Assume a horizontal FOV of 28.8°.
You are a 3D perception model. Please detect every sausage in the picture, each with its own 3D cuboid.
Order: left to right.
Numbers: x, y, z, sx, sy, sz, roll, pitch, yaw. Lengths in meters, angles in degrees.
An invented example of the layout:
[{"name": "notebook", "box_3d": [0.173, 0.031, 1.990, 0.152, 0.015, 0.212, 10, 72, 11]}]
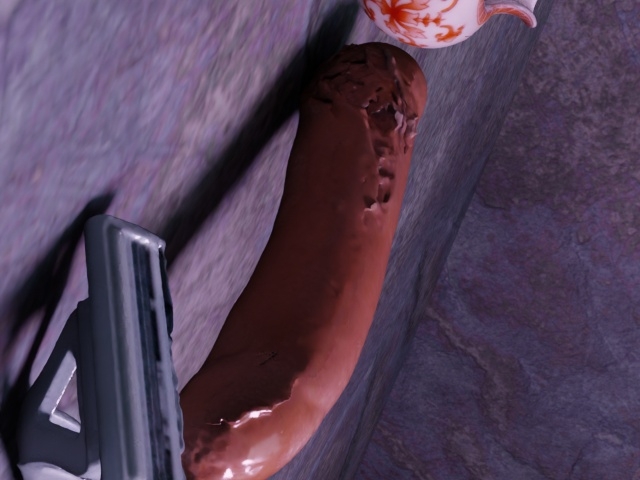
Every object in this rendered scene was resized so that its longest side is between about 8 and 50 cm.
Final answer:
[{"name": "sausage", "box_3d": [-0.001, 0.000, 0.600, 0.078, 0.078, 0.304, 105, 3, -47]}]

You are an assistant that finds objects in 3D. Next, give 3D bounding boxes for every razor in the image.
[{"name": "razor", "box_3d": [-0.102, 0.111, 0.529, 0.278, 0.056, 0.111, 112, -28, -54]}]

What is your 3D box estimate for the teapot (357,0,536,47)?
[{"name": "teapot", "box_3d": [0.064, -0.164, 0.532, 0.159, 0.116, 0.245, -52, 173, 2]}]
